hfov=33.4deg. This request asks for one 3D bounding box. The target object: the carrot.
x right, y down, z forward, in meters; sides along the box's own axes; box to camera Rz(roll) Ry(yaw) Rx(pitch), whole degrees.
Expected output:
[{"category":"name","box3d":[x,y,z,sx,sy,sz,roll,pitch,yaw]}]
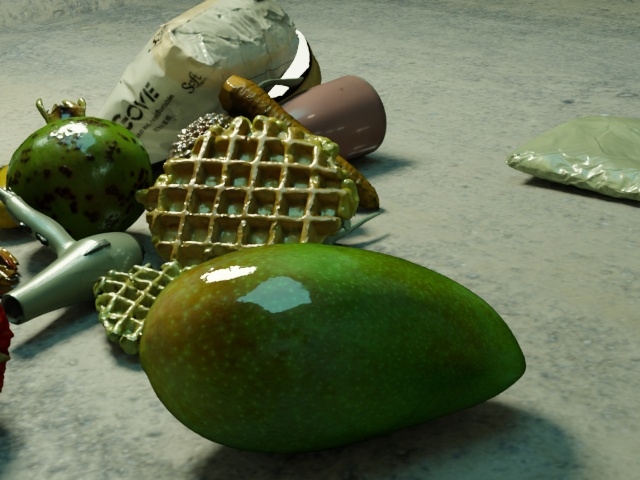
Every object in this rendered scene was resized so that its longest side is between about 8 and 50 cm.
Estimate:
[{"category":"carrot","box3d":[-0.027,-0.149,1.671,0.314,0.066,0.066,37,33,8]}]

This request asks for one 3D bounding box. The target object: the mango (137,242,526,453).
[{"category":"mango","box3d":[0.016,0.104,1.037,0.382,0.201,0.225,3,-2,-11]}]

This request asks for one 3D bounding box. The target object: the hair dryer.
[{"category":"hair dryer","box3d":[-0.360,0.025,1.362,0.225,0.088,0.219,25,31,0]}]

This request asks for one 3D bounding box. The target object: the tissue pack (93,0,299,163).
[{"category":"tissue pack","box3d":[-0.233,-0.262,1.880,0.375,0.195,0.390,-43,1,33]}]

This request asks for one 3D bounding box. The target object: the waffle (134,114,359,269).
[{"category":"waffle","box3d":[-0.103,-0.052,1.464,0.301,0.058,0.281,24,68,27]}]

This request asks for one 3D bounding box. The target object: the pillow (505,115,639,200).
[{"category":"pillow","box3d":[0.486,-0.146,1.737,0.274,0.076,0.281,17,30,37]}]

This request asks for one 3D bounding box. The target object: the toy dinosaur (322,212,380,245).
[{"category":"toy dinosaur","box3d":[-0.001,-0.004,1.511,0.106,0.044,0.187,-9,20,32]}]

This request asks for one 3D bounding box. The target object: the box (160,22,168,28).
[{"category":"box","box3d":[-0.262,-0.360,2.209,0.058,0.201,0.141,9,26,28]}]

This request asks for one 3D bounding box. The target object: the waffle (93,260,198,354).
[{"category":"waffle","box3d":[-0.189,0.081,1.306,0.169,0.036,0.183,-6,32,-22]}]

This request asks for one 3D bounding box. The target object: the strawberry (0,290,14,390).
[{"category":"strawberry","box3d":[-0.444,0.110,1.129,0.205,0.205,0.244,-16,5,-29]}]

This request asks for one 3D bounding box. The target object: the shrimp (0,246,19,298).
[{"category":"shrimp","box3d":[-0.476,0.036,1.451,0.150,0.068,0.249,-12,21,-39]}]

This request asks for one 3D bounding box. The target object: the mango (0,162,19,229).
[{"category":"mango","box3d":[-0.461,-0.073,1.675,0.137,0.098,0.195,15,36,33]}]

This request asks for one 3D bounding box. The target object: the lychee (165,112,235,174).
[{"category":"lychee","box3d":[-0.159,-0.100,1.635,0.165,0.197,0.165,-2,-12,0]}]

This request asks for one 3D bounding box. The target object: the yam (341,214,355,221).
[{"category":"yam","box3d":[-0.026,-0.050,1.574,0.141,0.079,0.079,-15,25,-21]}]

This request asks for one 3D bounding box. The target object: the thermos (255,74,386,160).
[{"category":"thermos","box3d":[-0.033,-0.196,1.812,0.265,0.176,0.146,-21,8,-38]}]

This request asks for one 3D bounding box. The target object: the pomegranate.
[{"category":"pomegranate","box3d":[-0.357,-0.108,1.553,0.211,0.263,0.211,-17,-19,-6]}]

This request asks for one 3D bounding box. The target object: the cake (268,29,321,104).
[{"category":"cake","box3d":[-0.086,-0.315,2.155,0.185,0.178,0.207,-22,56,6]}]

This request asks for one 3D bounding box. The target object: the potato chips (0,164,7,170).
[{"category":"potato chips","box3d":[-0.533,-0.105,1.849,0.220,0.029,0.202,0,19,12]}]
